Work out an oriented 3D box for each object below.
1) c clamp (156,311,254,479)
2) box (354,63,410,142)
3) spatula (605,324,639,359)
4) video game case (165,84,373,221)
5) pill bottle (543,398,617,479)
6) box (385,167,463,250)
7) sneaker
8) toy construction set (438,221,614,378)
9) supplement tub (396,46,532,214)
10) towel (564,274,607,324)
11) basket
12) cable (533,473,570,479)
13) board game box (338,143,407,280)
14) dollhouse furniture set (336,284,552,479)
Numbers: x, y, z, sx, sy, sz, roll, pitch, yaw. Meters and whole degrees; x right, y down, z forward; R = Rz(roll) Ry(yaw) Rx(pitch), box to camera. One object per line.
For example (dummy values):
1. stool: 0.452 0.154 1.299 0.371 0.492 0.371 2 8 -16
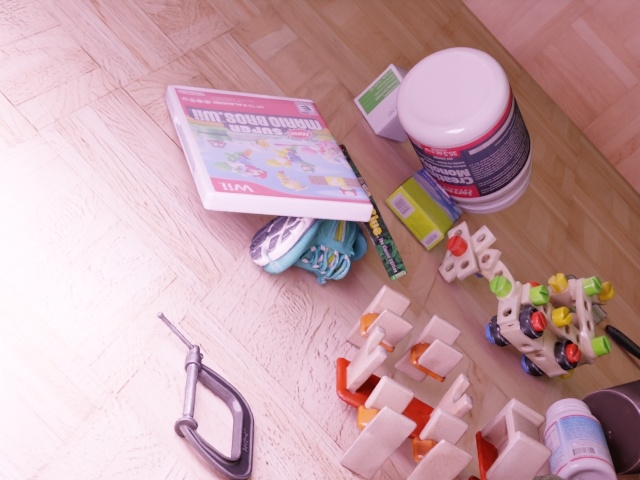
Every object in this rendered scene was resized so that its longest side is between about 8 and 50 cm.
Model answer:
1. c clamp: -0.113 0.159 1.263 0.137 0.022 0.160 43 20 -28
2. box: 0.136 -0.241 2.315 0.102 0.101 0.087 9 44 -56
3. spatula: 0.662 0.268 2.549 0.296 0.030 0.084 46 20 -4
4. video game case: -0.070 -0.112 1.618 0.204 0.025 0.285 4 31 -20
5. pill bottle: 0.362 0.297 1.843 0.087 0.087 0.160 40 23 -21
6. box: 0.172 -0.054 2.142 0.109 0.042 0.178 49 20 1
7. sneaker: 0.000 0.000 1.646 0.110 0.107 0.275 58 22 2
8. toy construction set: 0.335 0.095 2.051 0.328 0.151 0.215 29 52 -25
9. supplement tub: 0.252 -0.182 2.229 0.191 0.191 0.272 64 5 36
10. towel: 0.489 0.119 2.495 0.113 0.023 0.152 51 23 12
11. basket: 0.492 0.288 2.019 0.227 0.204 0.154 4 88 -50
12. cable: 0.315 0.404 1.570 0.257 0.089 0.257 42 21 -17
13. board game box: 0.062 -0.044 1.794 0.136 0.030 0.259 61 3 -17
14. dollhouse furniture set: 0.127 0.216 1.529 0.259 0.135 0.262 30 25 -13
